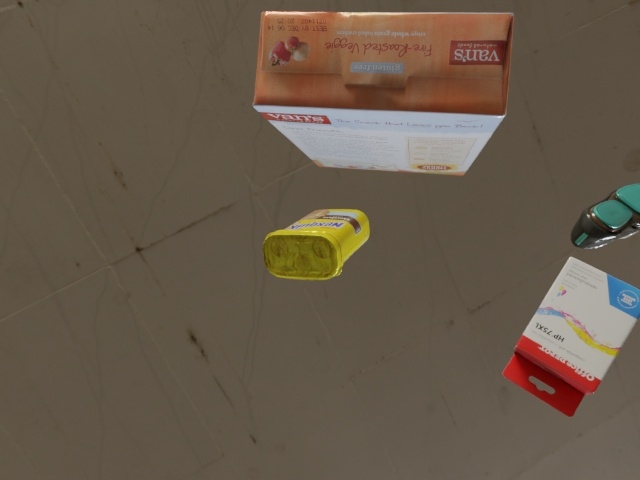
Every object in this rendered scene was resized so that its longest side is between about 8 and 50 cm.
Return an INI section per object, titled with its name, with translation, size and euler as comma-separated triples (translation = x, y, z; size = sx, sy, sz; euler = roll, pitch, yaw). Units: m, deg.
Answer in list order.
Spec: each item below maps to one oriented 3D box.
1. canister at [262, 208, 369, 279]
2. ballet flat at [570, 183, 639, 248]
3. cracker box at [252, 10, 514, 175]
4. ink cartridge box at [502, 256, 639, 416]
[canister]
translation = 0.000, 0.000, 0.813
size = 0.126, 0.170, 0.073
euler = 1, -72, 23
[ballet flat]
translation = 0.580, -0.046, 0.967
size = 0.280, 0.095, 0.096
euler = -14, -34, -30
[cracker box]
translation = 0.055, -0.106, 0.408
size = 0.156, 0.232, 0.067
euler = 6, -90, 10
[ink cartridge box]
translation = 0.422, 0.162, 0.830
size = 0.134, 0.078, 0.231
euler = 31, -97, 25
